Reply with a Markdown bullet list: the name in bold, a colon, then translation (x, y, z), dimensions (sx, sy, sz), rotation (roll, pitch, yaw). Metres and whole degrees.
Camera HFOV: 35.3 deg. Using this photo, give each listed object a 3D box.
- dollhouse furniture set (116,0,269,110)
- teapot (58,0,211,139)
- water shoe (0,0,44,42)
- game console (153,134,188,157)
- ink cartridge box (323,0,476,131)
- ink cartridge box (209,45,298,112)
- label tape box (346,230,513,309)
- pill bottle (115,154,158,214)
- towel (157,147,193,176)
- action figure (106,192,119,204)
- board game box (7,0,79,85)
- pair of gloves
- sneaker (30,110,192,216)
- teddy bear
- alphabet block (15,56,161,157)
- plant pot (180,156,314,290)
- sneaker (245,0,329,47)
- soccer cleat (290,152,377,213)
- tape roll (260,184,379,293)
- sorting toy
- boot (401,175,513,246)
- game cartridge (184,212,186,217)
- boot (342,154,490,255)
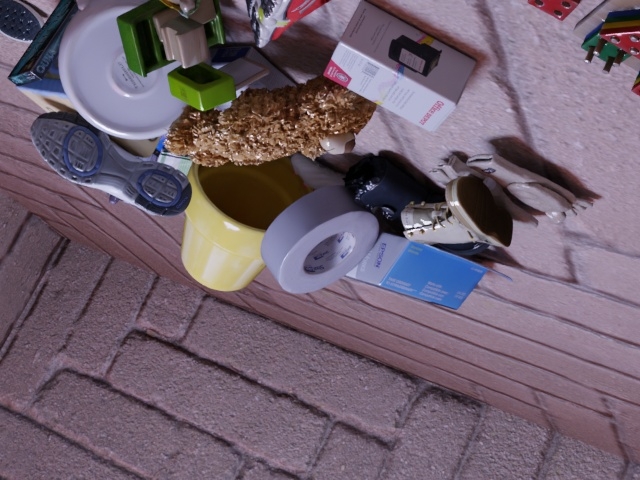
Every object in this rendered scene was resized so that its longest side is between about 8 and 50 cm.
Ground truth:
- **dollhouse furniture set**: translation (-0.174, -0.355, 1.338), dimensions (0.198, 0.151, 0.301), rotation (31, 142, 39)
- **teapot**: translation (-0.295, -0.297, 1.607), dimensions (0.253, 0.255, 0.187), rotation (7, -155, -11)
- **water shoe**: translation (-0.607, -0.438, 1.934), dimensions (0.203, 0.072, 0.080), rotation (25, -168, 6)
- **game console**: translation (-0.237, -0.204, 2.147), dimensions (0.250, 0.173, 0.293), rotation (-24, 136, 31)
- **ink cartridge box**: translation (0.105, -0.232, 1.361), dimensions (0.175, 0.072, 0.127), rotation (28, 165, -4)
- **ink cartridge box**: translation (-0.120, -0.252, 1.734), dimensions (0.223, 0.045, 0.224), rotation (10, 158, 47)
- **label tape box**: translation (0.171, 0.056, 2.027), dimensions (0.249, 0.115, 0.348), rotation (19, 180, -42)
- **pill bottle**: translation (-0.458, -0.187, 2.321), dimensions (0.161, 0.161, 0.283), rotation (11, 159, 47)
- **towel**: translation (-0.266, -0.138, 2.080), dimensions (0.152, 0.023, 0.113), rotation (11, 144, -15)
- **action figure**: translation (-0.539, -0.194, 2.574), dimensions (0.185, 0.099, 0.285), rotation (36, 161, 1)
- **board game box**: translation (-0.452, -0.347, 1.701), dimensions (0.026, 0.186, 0.126), rotation (37, 162, -29)
- **pair of gloves**: translation (0.296, -0.084, 1.605), dimensions (0.204, 0.042, 0.240), rotation (28, 169, -15)
- **sneaker**: translation (-0.372, -0.123, 1.764), dimensions (0.297, 0.111, 0.129), rotation (31, 170, -12)
- **teddy bear**: translation (-0.073, -0.165, 1.533), dimensions (0.338, 0.113, 0.245), rotation (-6, 164, 5)
- **alphabet block**: translation (-0.379, -0.284, 1.795), dimensions (0.193, 0.192, 0.197), rotation (16, 161, 41)
- **plant pot**: translation (-0.165, -0.034, 1.995), dimensions (0.254, 0.254, 0.239), rotation (27, 133, -2)
- **sneaker**: translation (-0.031, -0.313, 1.274), dimensions (0.118, 0.107, 0.279), rotation (-13, -173, -10)
- **soccer cleat**: translation (0.029, -0.111, 1.955), dimensions (0.196, 0.068, 0.076), rotation (41, 121, -11)
- **tape roll**: translation (0.000, 0.000, 1.870), dimensions (0.072, 0.219, 0.219), rotation (53, 179, 29)
- **sorting toy**: translation (0.342, -0.210, 1.079), dimensions (0.275, 0.046, 0.132), rotation (29, 165, -6)
- **boot**: translation (0.201, -0.041, 1.619), dimensions (0.165, 0.077, 0.213), rotation (1, 162, 31)
- **game cartridge**: translation (-0.244, -0.055, 2.631), dimensions (0.198, 0.062, 0.297), rotation (36, 163, -19)
- **boot**: translation (0.172, -0.065, 1.778), dimensions (0.207, 0.094, 0.246), rotation (31, 171, -32)
